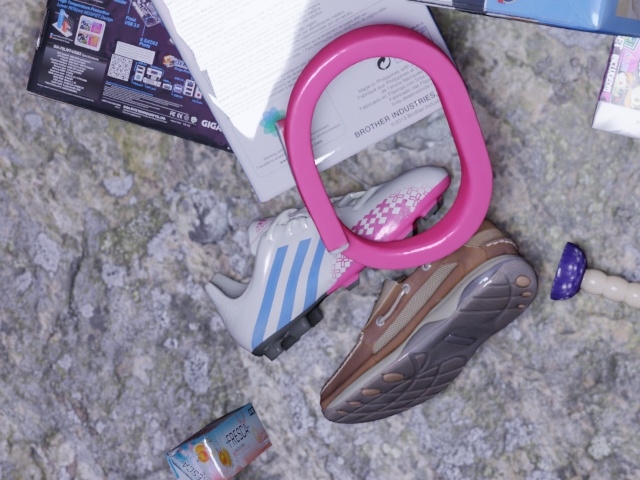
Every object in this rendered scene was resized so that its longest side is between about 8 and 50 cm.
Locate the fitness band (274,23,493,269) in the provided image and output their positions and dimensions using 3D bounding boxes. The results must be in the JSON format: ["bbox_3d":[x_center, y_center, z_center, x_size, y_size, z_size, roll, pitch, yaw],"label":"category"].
[{"bbox_3d":[0.072,-0.094,1.763,0.209,0.054,0.291,-23,121,-1],"label":"fitness band"}]

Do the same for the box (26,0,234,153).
[{"bbox_3d":[-0.177,-0.279,1.948,0.295,0.073,0.293,16,99,9],"label":"box"}]

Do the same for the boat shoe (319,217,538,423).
[{"bbox_3d":[0.116,0.098,1.918,0.324,0.123,0.116,-42,53,24],"label":"boat shoe"}]

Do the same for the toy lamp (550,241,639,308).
[{"bbox_3d":[0.401,0.078,1.851,0.274,0.080,0.080,17,102,14],"label":"toy lamp"}]

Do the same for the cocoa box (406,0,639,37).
[{"bbox_3d":[0.260,-0.399,1.716,0.228,0.231,0.347,14,100,27],"label":"cocoa box"}]

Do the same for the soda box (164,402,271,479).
[{"bbox_3d":[-0.120,0.250,1.950,0.058,0.183,0.063,-27,89,16],"label":"soda box"}]

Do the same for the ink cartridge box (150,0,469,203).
[{"bbox_3d":[-0.042,-0.283,1.804,0.270,0.151,0.395,-28,106,2],"label":"ink cartridge box"}]

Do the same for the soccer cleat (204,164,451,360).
[{"bbox_3d":[0.000,0.000,1.919,0.331,0.116,0.143,-42,88,16],"label":"soccer cleat"}]

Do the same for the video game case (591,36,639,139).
[{"bbox_3d":[0.431,-0.212,1.819,0.210,0.042,0.232,15,101,10],"label":"video game case"}]
